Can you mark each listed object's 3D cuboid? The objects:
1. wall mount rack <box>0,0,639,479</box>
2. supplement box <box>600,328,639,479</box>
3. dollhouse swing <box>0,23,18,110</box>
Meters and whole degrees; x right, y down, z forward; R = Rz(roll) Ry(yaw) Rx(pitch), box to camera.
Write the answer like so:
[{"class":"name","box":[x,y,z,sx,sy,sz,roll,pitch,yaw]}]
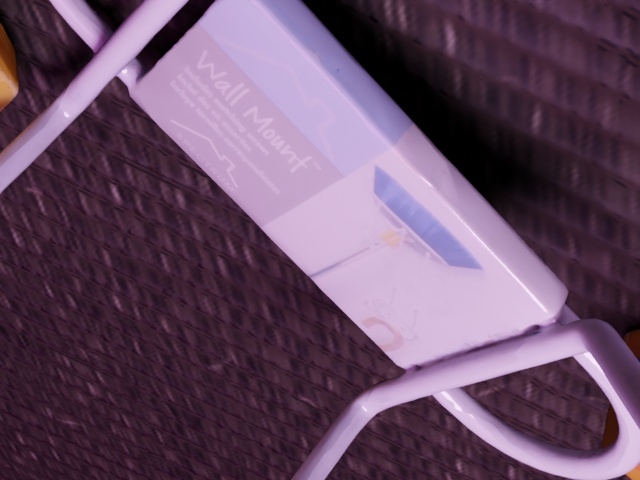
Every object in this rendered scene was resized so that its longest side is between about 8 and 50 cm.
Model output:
[{"class":"wall mount rack","box":[0.000,0.000,0.457,0.350,0.130,0.304,45,150,-10]},{"class":"supplement box","box":[0.236,0.125,0.598,0.233,0.080,0.078,40,140,-17]},{"class":"dollhouse swing","box":[-0.357,-0.150,0.584,0.347,0.305,0.315,-30,78,49]}]
